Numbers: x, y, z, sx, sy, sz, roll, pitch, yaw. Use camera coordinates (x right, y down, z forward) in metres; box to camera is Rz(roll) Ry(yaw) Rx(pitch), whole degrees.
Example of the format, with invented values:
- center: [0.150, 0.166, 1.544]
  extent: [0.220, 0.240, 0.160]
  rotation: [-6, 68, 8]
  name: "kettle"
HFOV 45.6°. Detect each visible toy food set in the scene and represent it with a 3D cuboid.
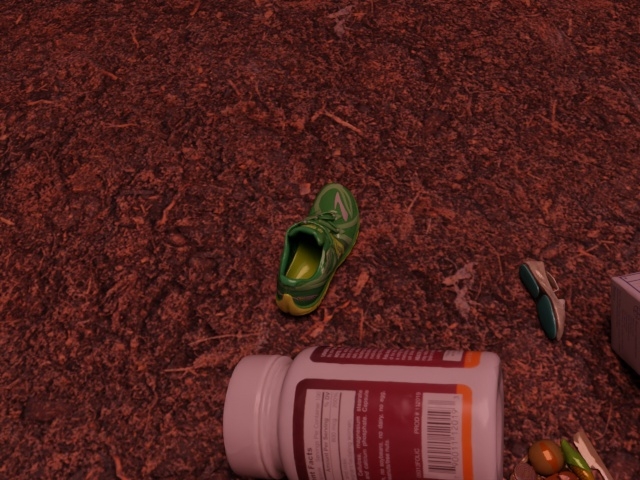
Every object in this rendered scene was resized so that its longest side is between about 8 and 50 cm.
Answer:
- center: [0.362, 0.375, 1.180]
  extent: [0.192, 0.039, 0.132]
  rotation: [-21, 56, -11]
  name: "toy food set"

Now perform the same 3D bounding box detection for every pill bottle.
- center: [0.070, 0.272, 1.138]
  extent: [0.391, 0.224, 0.224]
  rotation: [0, 53, 17]
  name: "pill bottle"

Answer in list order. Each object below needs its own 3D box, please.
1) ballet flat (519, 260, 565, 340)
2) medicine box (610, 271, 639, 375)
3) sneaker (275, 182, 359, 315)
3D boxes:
- center: [0.411, 0.102, 1.366]
  extent: [0.052, 0.057, 0.168]
  rotation: [-6, 54, -13]
  name: "ballet flat"
- center: [0.645, 0.150, 1.186]
  extent: [0.263, 0.149, 0.289]
  rotation: [-12, 24, -5]
  name: "medicine box"
- center: [0.000, 0.000, 1.419]
  extent: [0.109, 0.124, 0.296]
  rotation: [13, 55, 13]
  name: "sneaker"
